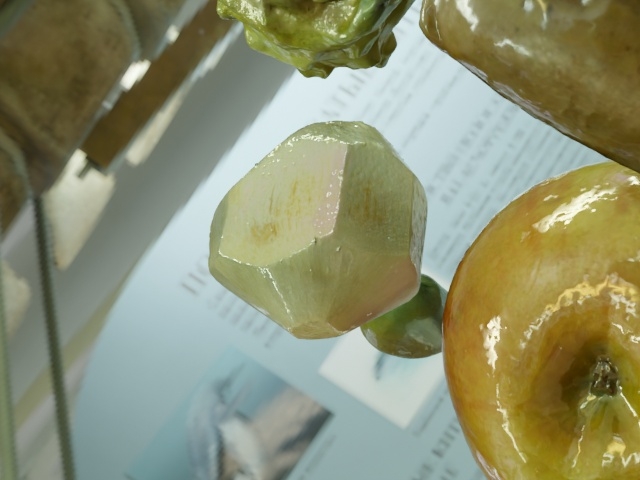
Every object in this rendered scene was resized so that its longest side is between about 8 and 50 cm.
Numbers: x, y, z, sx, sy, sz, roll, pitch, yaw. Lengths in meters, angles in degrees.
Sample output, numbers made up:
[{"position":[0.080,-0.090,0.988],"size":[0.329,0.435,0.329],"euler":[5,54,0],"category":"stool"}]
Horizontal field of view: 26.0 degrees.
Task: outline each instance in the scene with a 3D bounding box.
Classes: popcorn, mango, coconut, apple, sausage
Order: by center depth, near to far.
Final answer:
[{"position":[0.286,-0.037,0.725],"size":[0.136,0.501,0.123],"euler":[-58,5,11],"category":"sausage"},{"position":[0.008,-0.183,0.889],"size":[0.173,0.142,0.173],"euler":[-39,-43,-49],"category":"popcorn"},{"position":[0.223,0.080,1.005],"size":[0.233,0.286,0.286],"euler":[-33,-27,-61],"category":"apple"},{"position":[0.000,0.000,1.445],"size":[0.237,0.237,0.197],"euler":[-55,-34,-12],"category":"coconut"},{"position":[0.116,0.100,1.867],"size":[0.237,0.137,0.091],"euler":[45,-147,-62],"category":"mango"}]
